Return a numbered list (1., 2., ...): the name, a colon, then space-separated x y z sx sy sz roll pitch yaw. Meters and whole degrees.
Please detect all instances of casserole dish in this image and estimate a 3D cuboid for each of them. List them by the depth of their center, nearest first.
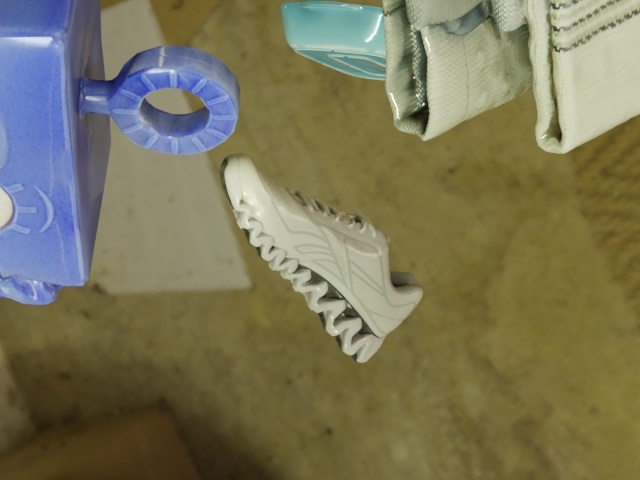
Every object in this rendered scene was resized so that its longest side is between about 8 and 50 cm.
1. casserole dish: 0.041 -0.154 1.169 0.114 0.188 0.037 8 90 25

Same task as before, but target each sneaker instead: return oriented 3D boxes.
1. sneaker: 0.000 0.000 1.590 0.292 0.118 0.110 48 -172 -30

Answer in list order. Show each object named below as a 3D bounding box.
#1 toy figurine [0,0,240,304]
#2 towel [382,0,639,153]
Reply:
1. toy figurine: -0.124 -0.090 0.430 0.217 0.191 0.362 11 139 3
2. towel: 0.155 -0.204 0.523 0.056 0.324 0.312 40 144 45
